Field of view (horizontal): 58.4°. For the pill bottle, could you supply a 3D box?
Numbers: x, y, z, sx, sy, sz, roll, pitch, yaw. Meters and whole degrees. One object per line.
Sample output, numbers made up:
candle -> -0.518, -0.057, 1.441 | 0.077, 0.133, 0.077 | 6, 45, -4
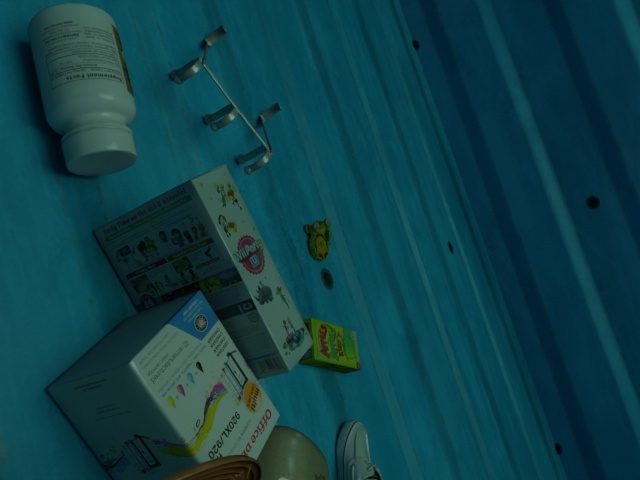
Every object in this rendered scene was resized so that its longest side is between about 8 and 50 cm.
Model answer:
pill bottle -> -0.352, -0.222, 0.866 | 0.131, 0.131, 0.229 | 0, 72, -59

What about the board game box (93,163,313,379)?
board game box -> -0.177, 0.070, 0.874 | 0.304, 0.224, 0.097 | 64, 31, -10

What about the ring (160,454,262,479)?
ring -> -0.196, 0.346, 0.589 | 0.032, 0.337, 0.336 | 45, 19, 28

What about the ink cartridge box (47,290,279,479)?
ink cartridge box -> -0.203, 0.225, 0.787 | 0.233, 0.168, 0.171 | 61, 30, -15

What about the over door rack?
over door rack -> -0.195, -0.297, 1.219 | 0.240, 0.108, 0.324 | 53, 19, -26

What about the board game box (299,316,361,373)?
board game box -> 0.020, 0.236, 1.274 | 0.181, 0.043, 0.092 | 27, 50, -50

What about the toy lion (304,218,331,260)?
toy lion -> 0.000, 0.000, 1.409 | 0.100, 0.034, 0.096 | -22, 97, -61

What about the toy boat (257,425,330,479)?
toy boat -> -0.063, 0.455, 0.888 | 0.267, 0.148, 0.318 | 61, 17, -58

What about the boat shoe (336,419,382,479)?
boat shoe -> 0.087, 0.495, 1.176 | 0.095, 0.084, 0.258 | 40, 41, -40
